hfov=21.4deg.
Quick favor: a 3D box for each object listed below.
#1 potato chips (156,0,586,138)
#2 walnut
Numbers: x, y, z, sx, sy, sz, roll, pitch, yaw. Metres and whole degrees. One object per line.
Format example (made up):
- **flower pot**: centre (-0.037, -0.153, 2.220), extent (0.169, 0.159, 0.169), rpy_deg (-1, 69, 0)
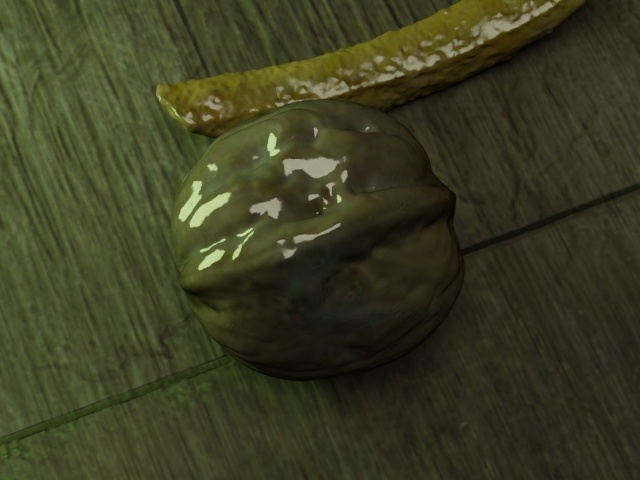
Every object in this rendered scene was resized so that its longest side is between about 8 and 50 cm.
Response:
- **potato chips**: centre (0.069, -0.154, 1.377), extent (0.407, 0.080, 0.057), rpy_deg (-21, 53, -6)
- **walnut**: centre (0.000, 0.000, 1.253), extent (0.224, 0.224, 0.224), rpy_deg (0, 69, 1)
